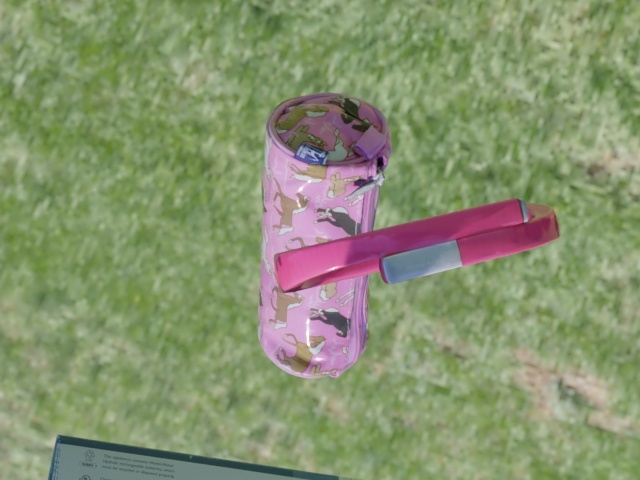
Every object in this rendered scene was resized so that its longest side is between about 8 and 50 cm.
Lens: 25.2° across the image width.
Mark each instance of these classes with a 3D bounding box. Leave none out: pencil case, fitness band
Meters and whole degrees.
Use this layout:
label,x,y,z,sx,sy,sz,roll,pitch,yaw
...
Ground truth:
label,x,y,z,sx,sy,sz,roll,pitch,yaw
pencil case,0.000,0.000,1.890,0.160,0.167,0.386,-2,128,-8
fitness band,0.096,0.003,1.425,0.291,0.054,0.209,-12,-178,-19

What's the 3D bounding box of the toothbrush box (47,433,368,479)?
label,x,y,z,sx,sy,sz,roll,pitch,yaw
toothbrush box,-0.085,0.268,0.927,0.216,0.126,0.295,9,138,-7
